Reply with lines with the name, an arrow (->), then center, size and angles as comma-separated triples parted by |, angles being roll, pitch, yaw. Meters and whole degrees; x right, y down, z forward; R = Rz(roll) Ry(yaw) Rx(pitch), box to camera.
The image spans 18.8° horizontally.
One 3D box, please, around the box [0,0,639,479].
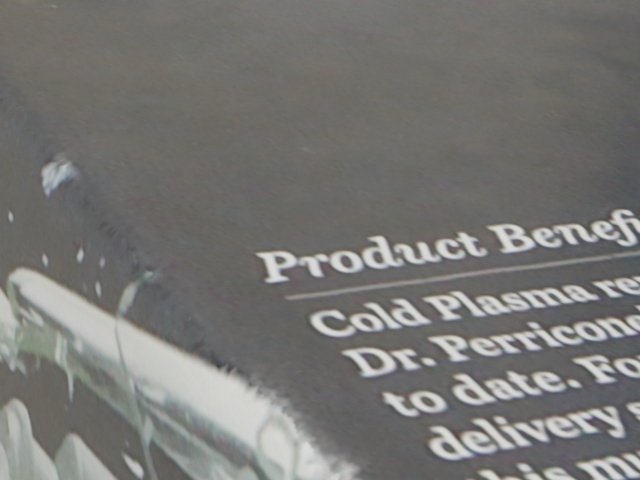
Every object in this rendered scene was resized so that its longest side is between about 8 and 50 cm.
box -> 0.095, 0.237, 0.465 | 0.297, 0.472, 0.479 | -5, 119, -27
